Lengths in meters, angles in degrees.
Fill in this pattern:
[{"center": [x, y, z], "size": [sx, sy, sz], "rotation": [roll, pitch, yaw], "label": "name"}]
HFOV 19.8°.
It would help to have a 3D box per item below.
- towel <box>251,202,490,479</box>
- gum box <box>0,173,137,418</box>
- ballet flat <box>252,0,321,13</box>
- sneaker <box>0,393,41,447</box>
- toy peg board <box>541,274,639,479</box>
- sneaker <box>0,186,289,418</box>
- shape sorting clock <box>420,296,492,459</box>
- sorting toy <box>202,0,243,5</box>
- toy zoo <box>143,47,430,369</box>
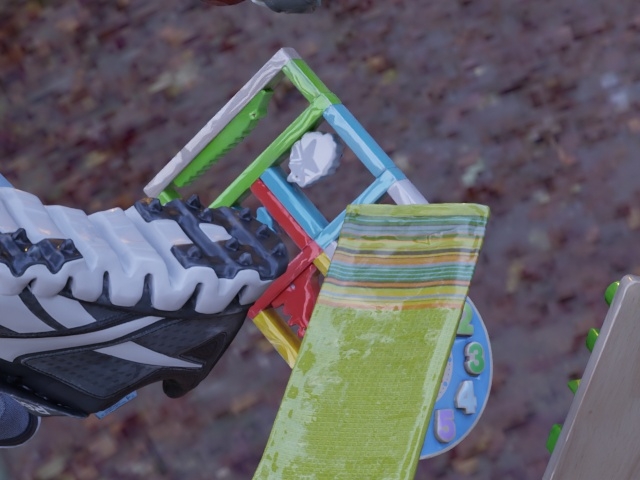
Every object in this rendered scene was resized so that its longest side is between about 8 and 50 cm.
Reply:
[{"center": [0.032, 0.064, 1.121], "size": [0.102, 0.021, 0.237], "rotation": [-4, 44, 25], "label": "towel"}, {"center": [-0.226, 0.034, 1.457], "size": [0.041, 0.184, 0.157], "rotation": [-32, 44, 8], "label": "gum box"}, {"center": [-0.034, -0.222, 1.530], "size": [0.068, 0.072, 0.213], "rotation": [-12, 6, -1], "label": "ballet flat"}, {"center": [-0.403, 0.177, 2.040], "size": [0.101, 0.268, 0.153], "rotation": [-55, 36, -3], "label": "sneaker"}, {"center": [0.234, 0.108, 1.197], "size": [0.160, 0.161, 0.079], "rotation": [16, 14, -12], "label": "toy peg board"}, {"center": [-0.127, 0.031, 0.782], "size": [0.234, 0.106, 0.078], "rotation": [5, 29, -37], "label": "sneaker"}, {"center": [0.088, 0.122, 1.884], "size": [0.206, 0.206, 0.040], "rotation": [-46, 8, -29], "label": "shape sorting clock"}, {"center": [-0.051, -0.326, 1.330], "size": [0.126, 0.365, 0.127], "rotation": [-8, 51, -49], "label": "sorting toy"}, {"center": [0.000, 0.000, 1.628], "size": [0.192, 0.293, 0.030], "rotation": [-43, -10, 20], "label": "toy zoo"}]
